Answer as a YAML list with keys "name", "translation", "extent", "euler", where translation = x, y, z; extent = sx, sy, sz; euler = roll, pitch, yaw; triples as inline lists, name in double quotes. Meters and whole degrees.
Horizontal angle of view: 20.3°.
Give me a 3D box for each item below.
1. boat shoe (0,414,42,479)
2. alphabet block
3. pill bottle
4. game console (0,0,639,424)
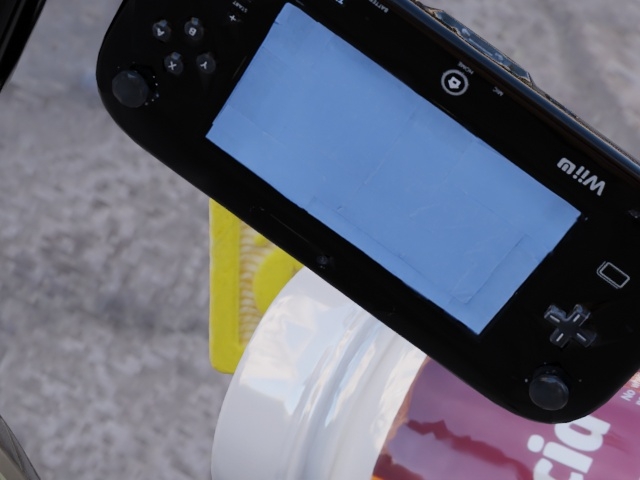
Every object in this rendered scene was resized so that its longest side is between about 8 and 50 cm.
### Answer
- name: "boat shoe"
  translation: [-0.245, 0.193, 1.268]
  extent: [0.307, 0.104, 0.111]
  euler: [57, -2, -17]
- name: "alphabet block"
  translation: [0.000, 0.000, 1.648]
  extent: [0.193, 0.192, 0.197]
  euler: [1, 28, 2]
- name: "pill bottle"
  translation: [0.140, 0.167, 1.197]
  extent: [0.392, 0.224, 0.224]
  euler: [22, 34, 18]
- name: "game console"
  translation: [-0.035, -0.079, 0.551]
  extent: [0.361, 0.213, 0.044]
  euler: [36, 48, 0]
